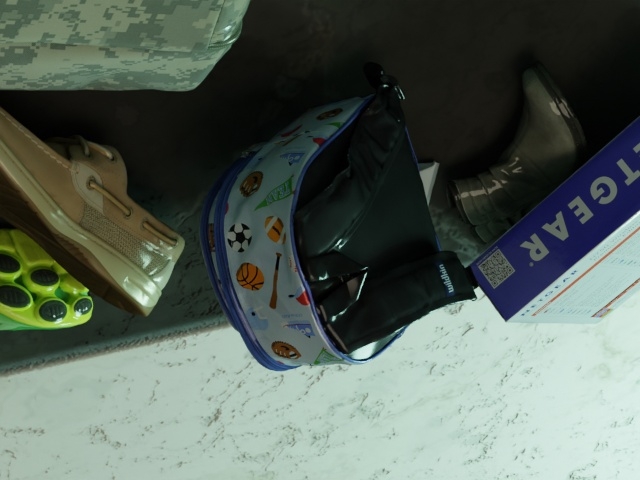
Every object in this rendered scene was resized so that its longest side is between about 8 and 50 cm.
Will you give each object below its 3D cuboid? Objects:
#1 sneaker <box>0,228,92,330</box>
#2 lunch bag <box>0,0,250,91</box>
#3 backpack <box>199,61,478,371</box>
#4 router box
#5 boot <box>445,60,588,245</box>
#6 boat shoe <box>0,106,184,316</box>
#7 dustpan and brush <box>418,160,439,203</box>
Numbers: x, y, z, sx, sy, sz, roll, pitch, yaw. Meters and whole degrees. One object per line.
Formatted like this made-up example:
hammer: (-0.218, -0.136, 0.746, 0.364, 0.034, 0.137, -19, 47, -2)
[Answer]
sneaker: (-0.381, 0.052, 1.431, 0.295, 0.109, 0.123, 2, 161, -32)
lunch bag: (-0.219, -0.223, 1.119, 0.305, 0.212, 0.256, -1, 151, -19)
backpack: (0.000, 0.000, 1.376, 0.213, 0.263, 0.276, -15, 106, 28)
router box: (0.370, -0.036, 1.593, 0.335, 0.082, 0.301, -43, 157, 21)
boot: (0.215, -0.083, 1.550, 0.161, 0.083, 0.246, -24, 143, 2)
boat shoe: (-0.254, -0.053, 1.367, 0.110, 0.122, 0.341, -58, 142, -16)
dustpan and brush: (0.036, -0.010, 1.563, 0.211, 0.060, 0.147, -7, 136, -17)
